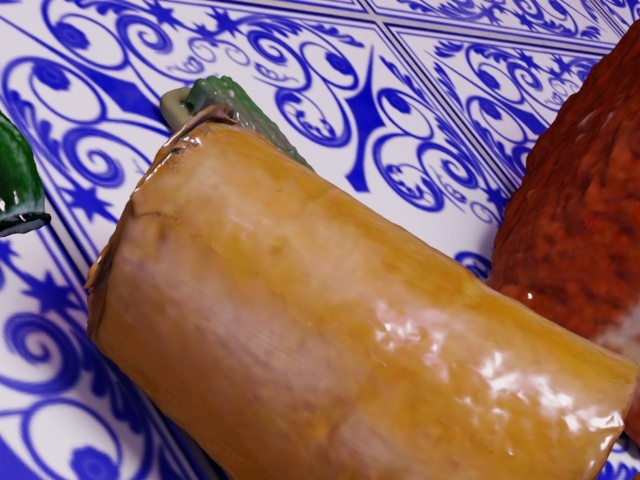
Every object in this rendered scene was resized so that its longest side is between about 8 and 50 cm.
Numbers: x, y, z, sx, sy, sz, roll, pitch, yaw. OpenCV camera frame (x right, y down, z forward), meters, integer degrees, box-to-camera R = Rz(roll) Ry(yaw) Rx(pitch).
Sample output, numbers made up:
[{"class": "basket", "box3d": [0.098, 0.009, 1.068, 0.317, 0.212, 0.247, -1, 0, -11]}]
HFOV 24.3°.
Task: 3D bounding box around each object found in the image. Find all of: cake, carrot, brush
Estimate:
[{"class": "cake", "box3d": [0.312, 0.003, 1.060, 0.319, 0.270, 0.269, 37, 30, -5]}, {"class": "carrot", "box3d": [0.007, 0.074, 0.732, 0.254, 0.196, 0.196, 33, 29, 7]}, {"class": "brush", "box3d": [0.000, 0.000, 0.940, 0.282, 0.048, 0.054, 51, 34, 16]}]

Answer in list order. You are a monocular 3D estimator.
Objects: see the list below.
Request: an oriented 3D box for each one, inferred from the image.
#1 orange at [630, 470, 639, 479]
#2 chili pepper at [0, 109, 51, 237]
[{"class": "orange", "box3d": [0.246, 0.219, 0.658, 0.312, 0.312, 0.312, 29, 31, -19]}, {"class": "chili pepper", "box3d": [-0.232, -0.115, 0.699, 0.136, 0.099, 0.270, -22, 92, -38]}]
